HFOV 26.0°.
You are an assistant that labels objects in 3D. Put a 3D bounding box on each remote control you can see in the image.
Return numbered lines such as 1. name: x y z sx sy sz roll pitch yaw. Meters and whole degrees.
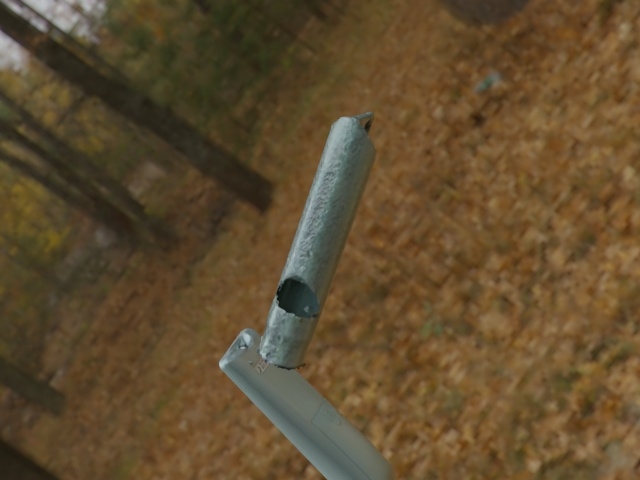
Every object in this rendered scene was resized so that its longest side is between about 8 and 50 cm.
1. remote control: -0.009 0.237 1.844 0.051 0.293 0.103 -43 6 28

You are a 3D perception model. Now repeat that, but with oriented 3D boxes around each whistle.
1. whistle: 0.000 0.000 1.580 0.062 0.062 0.312 -69 -2 -72
